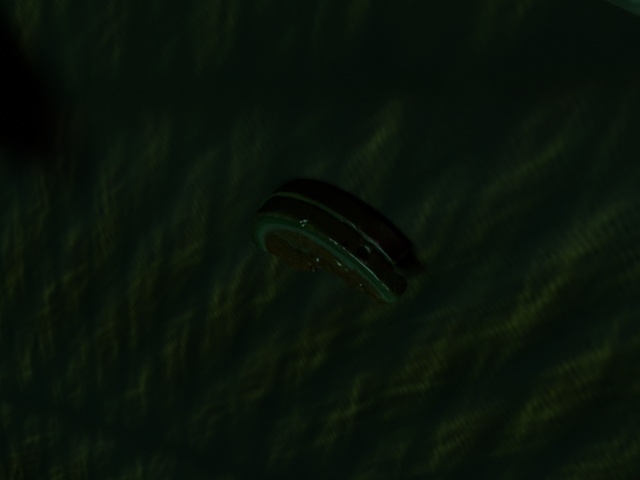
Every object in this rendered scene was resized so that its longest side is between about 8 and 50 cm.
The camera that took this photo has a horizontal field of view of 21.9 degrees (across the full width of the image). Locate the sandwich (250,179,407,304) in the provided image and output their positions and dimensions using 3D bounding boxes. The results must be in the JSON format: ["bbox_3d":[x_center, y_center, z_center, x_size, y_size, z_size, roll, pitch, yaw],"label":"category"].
[{"bbox_3d":[-0.002,-0.001,0.964,0.135,0.029,0.067,10,138,54],"label":"sandwich"}]

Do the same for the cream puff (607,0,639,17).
[{"bbox_3d":[0.085,-0.181,0.279,0.378,0.275,0.378,21,-178,-1],"label":"cream puff"}]
